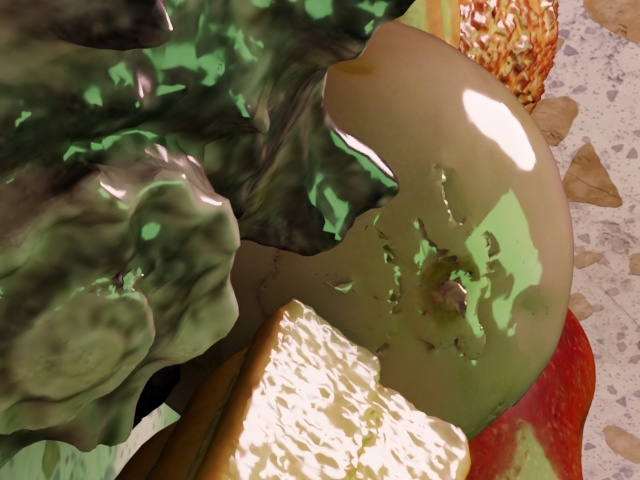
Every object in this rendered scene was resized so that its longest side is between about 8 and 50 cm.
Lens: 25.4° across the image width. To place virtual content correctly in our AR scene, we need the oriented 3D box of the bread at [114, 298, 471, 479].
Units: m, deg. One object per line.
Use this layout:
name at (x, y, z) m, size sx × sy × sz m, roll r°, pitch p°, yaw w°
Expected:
bread at (-0.066, 0.182, 0.512) m, size 0.239 × 0.111 × 0.246 m, roll -48°, pitch -170°, yaw 32°

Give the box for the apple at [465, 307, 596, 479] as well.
apple at (0.069, 0.164, 1.090) m, size 0.348 × 0.276 × 0.349 m, roll 5°, pitch 90°, yaw -80°

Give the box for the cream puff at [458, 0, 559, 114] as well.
cream puff at (0.115, -0.196, 1.381) m, size 0.350 × 0.228 × 0.351 m, roll 6°, pitch 90°, yaw -81°

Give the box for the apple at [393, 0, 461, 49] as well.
apple at (0.009, -0.144, 0.956) m, size 0.209 × 0.164 × 0.210 m, roll -2°, pitch 90°, yaw -77°

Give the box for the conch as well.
conch at (-0.088, -0.014, 0.443) m, size 0.241 × 0.186 × 0.313 m, roll -55°, pitch 180°, yaw -15°

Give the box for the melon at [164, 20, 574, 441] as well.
melon at (0.000, 0.000, 0.705) m, size 0.317 × 0.223 × 0.223 m, roll -153°, pitch -115°, yaw -74°
